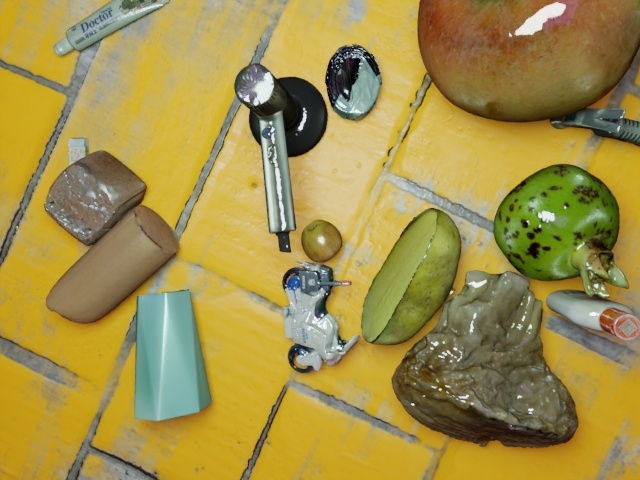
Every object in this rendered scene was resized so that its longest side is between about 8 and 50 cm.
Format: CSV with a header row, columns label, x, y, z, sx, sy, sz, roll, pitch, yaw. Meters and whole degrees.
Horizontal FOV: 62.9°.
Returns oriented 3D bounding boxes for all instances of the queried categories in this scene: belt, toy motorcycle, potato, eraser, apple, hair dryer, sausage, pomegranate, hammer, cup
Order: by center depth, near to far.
label,x,y,z,sx,sy,sz,roll,pitch,yaw
apple,0.336,-0.358,0.845,0.338,0.305,0.339,-5,82,34
pomegranate,0.418,-0.013,0.892,0.210,0.263,0.211,-11,127,-14
hair dryer,-0.090,-0.147,0.910,0.155,0.320,0.284,10,105,5
hammer,0.542,-0.193,0.925,0.226,0.159,0.041,13,101,-8
potato,0.181,0.079,0.966,0.111,0.160,0.272,26,94,-12
belt,0.062,-0.299,0.997,0.105,0.058,0.140,-3,90,0
apple,0.000,0.000,1.006,0.084,0.084,0.071,-39,109,6
toy motorcycle,0.000,0.148,1.010,0.150,0.102,0.221,-4,93,18
cup,-0.297,0.216,1.023,0.148,0.134,0.236,-7,88,34
sausage,-0.407,0.055,1.030,0.252,0.123,0.123,-40,89,7
eraser,-0.497,-0.169,1.076,0.038,0.019,0.084,1,93,5

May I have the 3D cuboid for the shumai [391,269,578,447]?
label,x,y,z,sx,sy,sz,roll,pitch,yaw
shumai,0.305,0.221,0.979,0.345,0.217,0.283,12,63,-5

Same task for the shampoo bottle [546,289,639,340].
label,x,y,z,sx,sy,sz,roll,pitch,yaw
shampoo bottle,0.474,0.125,0.899,0.107,0.221,0.052,6,94,5

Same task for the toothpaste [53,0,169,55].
label,x,y,z,sx,sy,sz,roll,pitch,yaw
toothpaste,-0.423,-0.444,1.046,0.255,0.037,0.067,-29,90,3

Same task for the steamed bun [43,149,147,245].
label,x,y,z,sx,sy,sz,roll,pitch,yaw
steamed bun,-0.447,-0.086,1.025,0.145,0.106,0.175,43,93,-7
